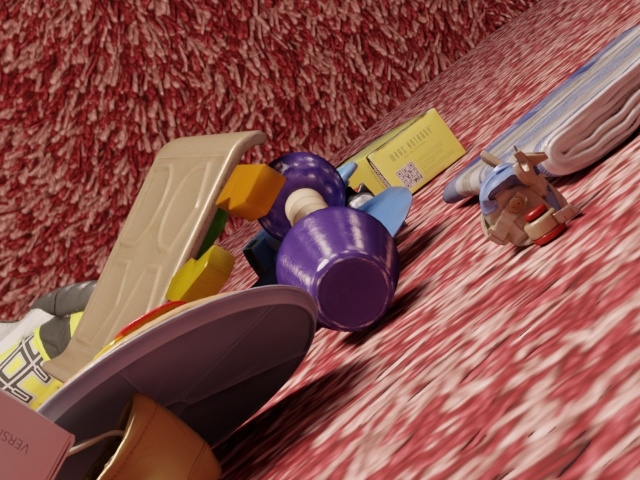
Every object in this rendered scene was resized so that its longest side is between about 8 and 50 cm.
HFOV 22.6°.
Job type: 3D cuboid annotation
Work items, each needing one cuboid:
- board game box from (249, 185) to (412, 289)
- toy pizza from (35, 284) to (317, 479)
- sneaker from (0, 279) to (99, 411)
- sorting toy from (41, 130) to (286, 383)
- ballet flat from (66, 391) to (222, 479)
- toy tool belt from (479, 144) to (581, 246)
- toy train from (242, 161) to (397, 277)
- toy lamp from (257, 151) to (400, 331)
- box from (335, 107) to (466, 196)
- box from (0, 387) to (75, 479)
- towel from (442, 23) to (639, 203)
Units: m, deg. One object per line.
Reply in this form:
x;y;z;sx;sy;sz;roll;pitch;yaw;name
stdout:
0.008;0.029;1.159;0.168;0.033;0.133;-33;17;23;board game box
-0.091;0.082;0.859;0.201;0.032;0.201;-30;-22;-13;toy pizza
-0.228;0.137;1.429;0.384;0.145;0.147;-19;56;40;sneaker
-0.109;0.019;1.187;0.229;0.041;0.307;-62;19;-8;sorting toy
-0.154;0.160;0.769;0.232;0.073;0.080;-38;7;-17;ballet flat
0.103;-0.025;0.852;0.052;0.051;0.083;-36;5;4;toy tool belt
0.001;-0.003;1.309;0.105;0.080;0.184;-46;8;-10;toy train
0.000;0.000;1.052;0.080;0.080;0.275;-36;14;0;toy lamp
0.066;-0.073;1.631;0.087;0.058;0.232;-38;5;-15;box
-0.217;0.183;0.649;0.232;0.058;0.322;-63;14;-23;box
0.191;-0.098;1.078;0.209;0.034;0.285;-39;3;-9;towel
